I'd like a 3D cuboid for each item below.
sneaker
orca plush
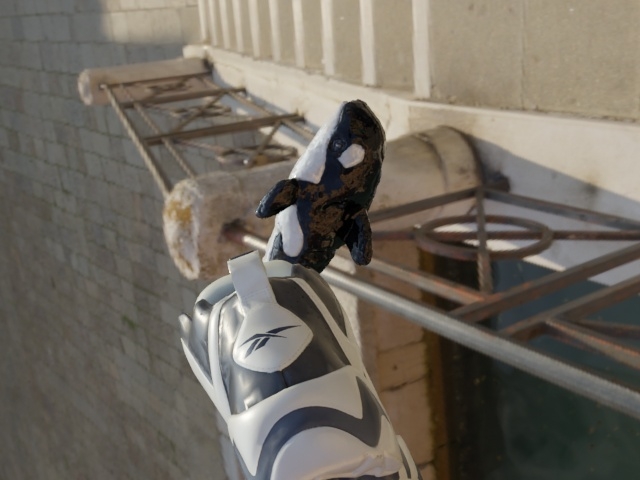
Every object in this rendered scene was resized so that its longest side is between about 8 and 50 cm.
[{"bbox_3d":[-0.014,0.085,0.466,0.235,0.094,0.153,63,-176,-64],"label":"sneaker"},{"bbox_3d":[0.000,0.000,0.842,0.102,0.151,0.287,43,108,21],"label":"orca plush"}]
